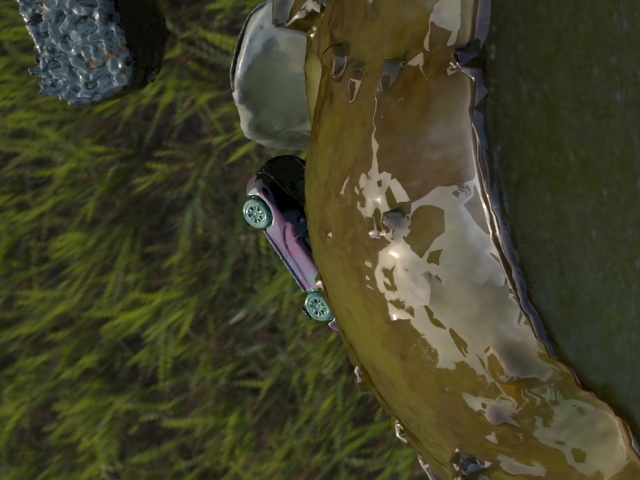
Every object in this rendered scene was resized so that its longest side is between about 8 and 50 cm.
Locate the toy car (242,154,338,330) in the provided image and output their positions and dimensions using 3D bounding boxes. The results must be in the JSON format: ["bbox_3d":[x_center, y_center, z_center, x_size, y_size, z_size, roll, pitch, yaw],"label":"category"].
[{"bbox_3d":[0.000,0.000,1.010,0.055,0.069,0.142,-33,92,39],"label":"toy car"}]

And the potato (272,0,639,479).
[{"bbox_3d":[0.127,-0.039,0.849,0.319,0.385,0.442,-14,75,51],"label":"potato"}]

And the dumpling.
[{"bbox_3d":[0.089,-0.162,1.210,0.233,0.395,0.315,56,145,20],"label":"dumpling"}]

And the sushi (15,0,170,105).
[{"bbox_3d":[-0.251,-0.261,1.461,0.136,0.126,0.225,-12,95,18],"label":"sushi"}]
